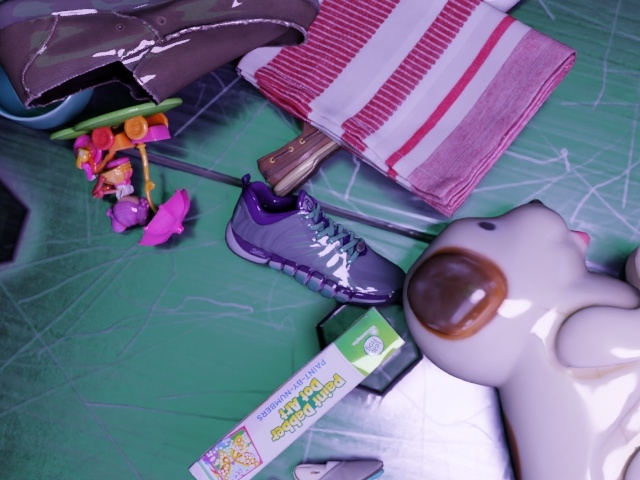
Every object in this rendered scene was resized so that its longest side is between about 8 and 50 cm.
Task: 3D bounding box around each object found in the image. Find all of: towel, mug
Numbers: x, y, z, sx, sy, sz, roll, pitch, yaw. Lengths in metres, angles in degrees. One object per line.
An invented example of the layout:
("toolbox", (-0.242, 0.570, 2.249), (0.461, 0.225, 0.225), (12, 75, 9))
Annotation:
("towel", (0.090, -0.203, 1.325), (0.329, 0.037, 0.237), (35, 80, 23))
("mug", (-0.327, -0.210, 1.375), (0.129, 0.097, 0.158), (22, 87, 5))

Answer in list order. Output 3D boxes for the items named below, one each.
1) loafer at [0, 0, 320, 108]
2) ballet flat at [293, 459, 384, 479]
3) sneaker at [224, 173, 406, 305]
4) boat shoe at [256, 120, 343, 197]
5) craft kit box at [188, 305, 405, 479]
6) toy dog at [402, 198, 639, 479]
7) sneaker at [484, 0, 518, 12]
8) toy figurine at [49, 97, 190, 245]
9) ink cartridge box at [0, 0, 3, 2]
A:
("loafer", (-0.177, -0.210, 1.289), (0.366, 0.134, 0.130), (-9, 84, -7))
("ballet flat", (-0.028, 0.296, 1.336), (0.213, 0.072, 0.068), (-35, 81, 1))
("sneaker", (0.000, 0.000, 1.332), (0.223, 0.083, 0.098), (19, 128, 4))
("boat shoe", (0.001, -0.127, 1.368), (0.178, 0.064, 0.060), (-41, 87, 2))
("craft kit box", (-0.016, 0.169, 1.255), (0.246, 0.250, 0.061), (-44, 85, 0))
("toy dog", (0.265, 0.143, 1.258), (0.395, 0.284, 0.408), (-41, 83, 18))
("sneaker", (0.247, -0.355, 1.330), (0.270, 0.145, 0.090), (-38, 85, 0))
("toy figurine", (-0.223, -0.069, 1.363), (0.173, 0.130, 0.159), (-13, 95, 24))
("ink cartridge box", (-0.523, -0.301, 1.332), (0.306, 0.131, 0.226), (13, 85, 26))
